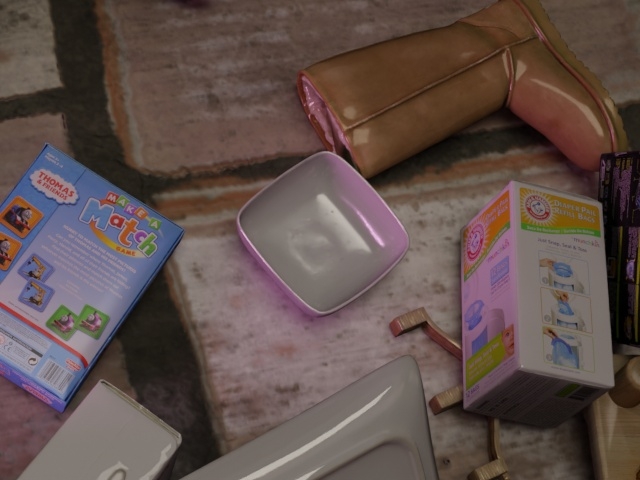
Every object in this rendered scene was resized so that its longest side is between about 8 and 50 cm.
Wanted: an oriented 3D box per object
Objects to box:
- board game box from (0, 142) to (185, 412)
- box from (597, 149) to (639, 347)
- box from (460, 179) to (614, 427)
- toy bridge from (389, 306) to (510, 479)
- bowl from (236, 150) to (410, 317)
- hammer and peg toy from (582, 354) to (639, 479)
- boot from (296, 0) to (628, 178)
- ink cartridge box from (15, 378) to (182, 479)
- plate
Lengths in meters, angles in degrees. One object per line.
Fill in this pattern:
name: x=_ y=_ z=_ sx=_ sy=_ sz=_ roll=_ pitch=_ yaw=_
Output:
board game box: x=-0.249 y=0.032 z=1.646 sx=0.160 sy=0.039 sz=0.211 roll=32 pitch=64 yaw=1
box: x=0.313 y=0.007 z=1.683 sx=0.045 sy=0.184 sz=0.191 roll=3 pitch=90 yaw=-13
box: x=0.205 y=0.061 z=1.689 sx=0.103 sy=0.114 sz=0.203 roll=13 pitch=59 yaw=-20
toy bridge: x=0.137 y=0.149 z=1.698 sx=0.063 sy=0.026 sz=0.188 roll=-21 pitch=74 yaw=-22
bowl: x=0.000 y=0.000 z=1.714 sx=0.142 sy=0.053 sz=0.142 roll=-37 pitch=79 yaw=-25
hammer and peg toy: x=0.434 y=0.227 z=1.683 sx=0.361 sy=0.127 sz=0.266 roll=1 pitch=65 yaw=-14
boot: x=0.145 y=-0.122 z=1.791 sx=0.269 sy=0.089 sz=0.236 roll=-25 pitch=67 yaw=-21
ink cartridge box: x=-0.202 y=0.230 z=1.474 sx=0.093 sy=0.212 sz=0.154 roll=36 pitch=64 yaw=5
plate: x=0.004 y=0.273 z=1.501 sx=0.277 sy=0.278 sz=0.045 roll=-28 pitch=32 yaw=-23
